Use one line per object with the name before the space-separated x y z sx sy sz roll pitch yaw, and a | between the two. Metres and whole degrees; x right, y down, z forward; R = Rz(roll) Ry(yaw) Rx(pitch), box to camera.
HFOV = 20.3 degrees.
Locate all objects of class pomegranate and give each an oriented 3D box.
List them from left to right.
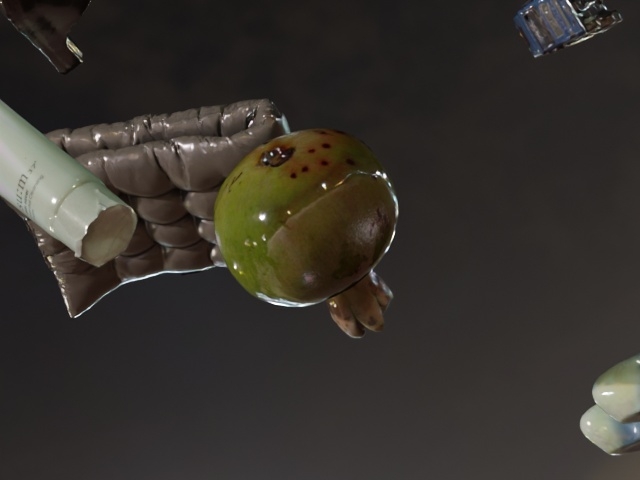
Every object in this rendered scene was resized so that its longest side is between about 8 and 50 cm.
pomegranate | -0.014 0.000 1.707 0.179 0.179 0.210 -17 -70 -42

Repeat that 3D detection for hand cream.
hand cream | -0.208 -0.054 1.239 0.050 0.205 0.078 -23 -44 -40

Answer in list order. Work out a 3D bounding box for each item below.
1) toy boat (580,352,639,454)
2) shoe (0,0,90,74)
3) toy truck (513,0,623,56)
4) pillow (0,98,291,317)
toy boat | 0.439 0.129 1.952 0.330 0.123 0.215 -15 -24 -2
shoe | -0.246 -0.230 1.569 0.093 0.108 0.241 -40 -17 -3
toy truck | 0.281 -0.259 2.046 0.088 0.074 0.201 -29 0 24
pillow | -0.167 -0.039 1.918 0.326 0.101 0.228 -11 -38 11
